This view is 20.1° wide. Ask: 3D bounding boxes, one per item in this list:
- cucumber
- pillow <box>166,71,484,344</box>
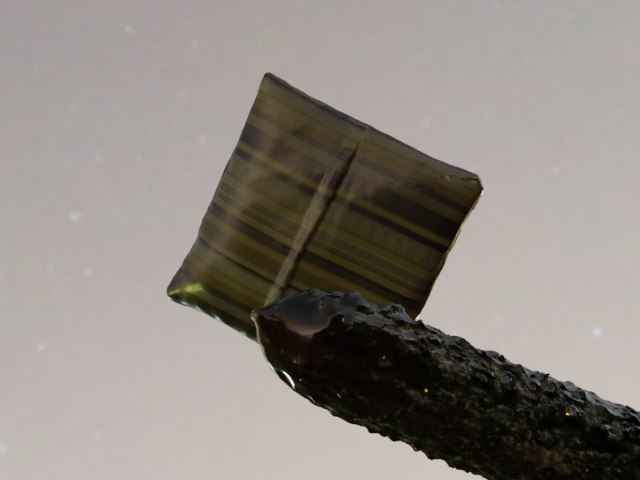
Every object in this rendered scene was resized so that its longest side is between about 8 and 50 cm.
[{"bbox_3d":[0.106,0.112,1.251,0.359,0.096,0.096,26,-52,-31],"label":"cucumber"},{"bbox_3d":[0.000,0.000,1.486,0.212,0.208,0.052,-65,-12,8],"label":"pillow"}]
